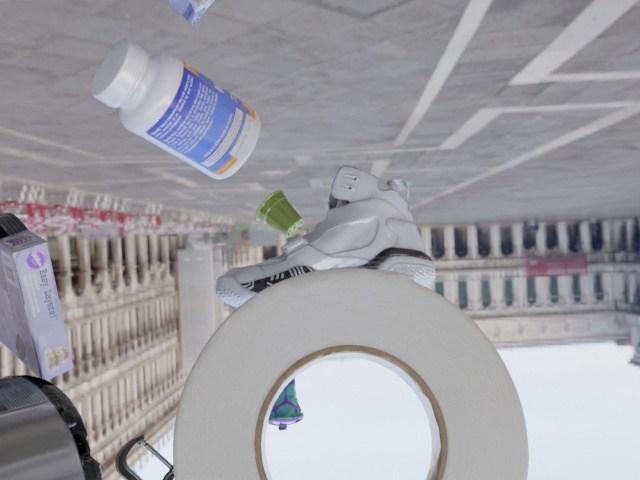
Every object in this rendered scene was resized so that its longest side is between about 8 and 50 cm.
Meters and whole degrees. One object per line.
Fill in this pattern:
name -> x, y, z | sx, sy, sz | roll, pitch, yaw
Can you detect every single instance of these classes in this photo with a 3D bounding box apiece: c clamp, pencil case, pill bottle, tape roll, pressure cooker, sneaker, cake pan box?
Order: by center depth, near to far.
tape roll -> 0.033, 0.223, 0.813 | 0.391, 0.392, 0.072 | -2, 166, 0
pressure cooker -> -0.582, 0.402, 1.056 | 0.369, 0.376, 0.420 | -28, 166, 37
sneaker -> 0.000, 0.000, 1.229 | 0.365, 0.210, 0.137 | -6, 163, -8
pill bottle -> -0.251, -0.231, 1.276 | 0.272, 0.152, 0.152 | 31, 159, -37
pencil case -> -0.068, 0.252, 1.290 | 0.070, 0.152, 0.064 | 6, 148, -23
cake pan box -> -0.544, 0.084, 1.299 | 0.070, 0.267, 0.245 | -25, -148, -39
c clamp -> -0.355, 0.473, 1.550 | 0.160, 0.137, 0.022 | 44, 138, -20

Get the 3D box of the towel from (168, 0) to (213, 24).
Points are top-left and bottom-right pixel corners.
towel -> -0.241, -0.480, 1.189 | 0.209, 0.034, 0.285 | 42, 157, -14

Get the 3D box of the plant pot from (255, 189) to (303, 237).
plant pot -> -0.079, -0.049, 1.534 | 0.079, 0.083, 0.083 | 42, -165, 16
